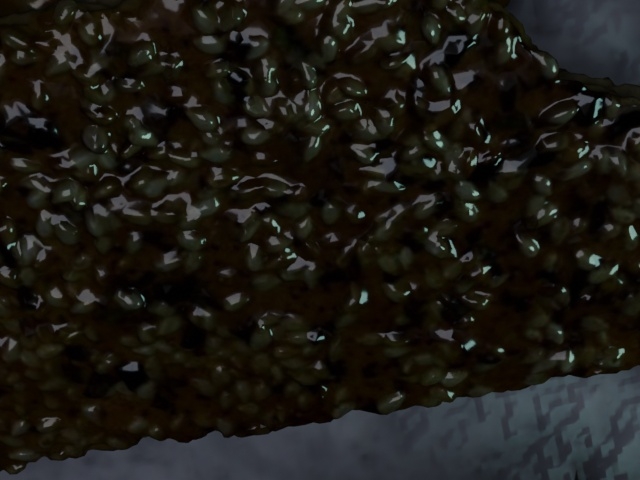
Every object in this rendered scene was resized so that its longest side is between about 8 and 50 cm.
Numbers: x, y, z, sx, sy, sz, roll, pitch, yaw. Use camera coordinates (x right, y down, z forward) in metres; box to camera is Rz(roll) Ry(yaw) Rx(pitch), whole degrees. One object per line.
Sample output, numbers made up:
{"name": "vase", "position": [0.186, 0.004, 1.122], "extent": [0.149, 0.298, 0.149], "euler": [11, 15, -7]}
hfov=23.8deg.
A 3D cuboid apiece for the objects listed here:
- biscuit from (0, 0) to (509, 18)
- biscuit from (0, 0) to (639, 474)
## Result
{"name": "biscuit", "position": [-0.050, -0.170, 0.352], "extent": [0.305, 0.038, 0.305], "euler": [0, 103, 1]}
{"name": "biscuit", "position": [0.002, -0.010, 0.375], "extent": [0.237, 0.026, 0.131], "euler": [-10, 123, 5]}
